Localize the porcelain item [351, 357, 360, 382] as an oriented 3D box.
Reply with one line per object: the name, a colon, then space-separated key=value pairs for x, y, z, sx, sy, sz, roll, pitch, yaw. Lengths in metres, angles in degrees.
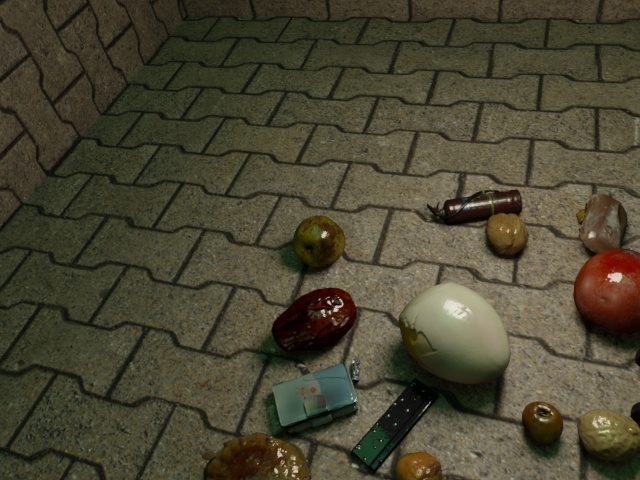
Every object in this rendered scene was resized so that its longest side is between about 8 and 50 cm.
porcelain item: x=0.115 y=0.419 z=1.826 sx=0.028 sy=0.036 sz=0.083 roll=17 pitch=54 yaw=-15

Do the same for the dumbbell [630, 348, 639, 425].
dumbbell: x=0.954 y=0.417 z=1.577 sx=0.124 sy=0.140 sz=0.225 roll=-29 pitch=26 yaw=51

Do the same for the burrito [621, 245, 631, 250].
burrito: x=1.038 y=0.084 z=1.917 sx=0.055 sy=0.041 sz=0.149 roll=32 pitch=56 yaw=7

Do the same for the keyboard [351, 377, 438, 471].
keyboard: x=0.230 y=0.551 z=1.694 sx=0.101 sy=0.018 sz=0.310 roll=31 pitch=61 yaw=34

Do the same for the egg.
egg: x=0.413 y=0.287 z=1.717 sx=0.345 sy=0.283 sz=0.283 roll=39 pitch=65 yaw=22

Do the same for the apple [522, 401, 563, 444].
apple: x=0.623 y=0.517 z=1.589 sx=0.099 sy=0.102 sz=0.114 roll=-28 pitch=41 yaw=-30

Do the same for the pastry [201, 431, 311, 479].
pastry: x=-0.175 y=0.688 z=1.582 sx=0.330 sy=0.136 sz=0.329 roll=-6 pitch=47 yaw=7

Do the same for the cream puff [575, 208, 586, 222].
cream puff: x=0.984 y=-0.086 z=2.065 sx=0.083 sy=0.058 sz=0.083 roll=3 pitch=52 yaw=14

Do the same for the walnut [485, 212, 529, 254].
walnut: x=0.671 y=-0.024 z=2.028 sx=0.166 sy=0.149 sz=0.166 roll=18 pitch=32 yaw=-12

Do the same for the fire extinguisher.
fire extinguisher: x=0.588 y=-0.136 z=2.170 sx=0.341 sy=0.105 sz=0.141 roll=-7 pitch=33 yaw=5

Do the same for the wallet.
wallet: x=-0.016 y=0.491 z=1.763 sx=0.250 sy=0.075 sz=0.176 roll=-18 pitch=44 yaw=-2

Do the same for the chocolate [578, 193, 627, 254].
chocolate: x=1.010 y=-0.059 z=1.978 sx=0.161 sy=0.083 sz=0.261 roll=31 pitch=59 yaw=-5

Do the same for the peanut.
peanut: x=0.790 y=0.529 z=1.532 sx=0.159 sy=0.109 sz=0.140 roll=-8 pitch=62 yaw=11

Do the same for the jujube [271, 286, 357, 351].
jujube: x=-0.021 y=0.266 z=1.888 sx=0.290 sy=0.197 sz=0.197 roll=-27 pitch=49 yaw=0

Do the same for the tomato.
tomato: x=0.932 y=0.149 z=1.746 sx=0.265 sy=0.265 sz=0.265 roll=-6 pitch=48 yaw=7

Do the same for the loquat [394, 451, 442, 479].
loquat: x=0.271 y=0.647 z=1.547 sx=0.137 sy=0.113 sz=0.137 roll=-11 pitch=23 yaw=4

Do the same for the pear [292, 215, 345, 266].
pear: x=0.000 y=0.000 z=2.119 sx=0.197 sy=0.197 sz=0.197 roll=-6 pitch=48 yaw=7
